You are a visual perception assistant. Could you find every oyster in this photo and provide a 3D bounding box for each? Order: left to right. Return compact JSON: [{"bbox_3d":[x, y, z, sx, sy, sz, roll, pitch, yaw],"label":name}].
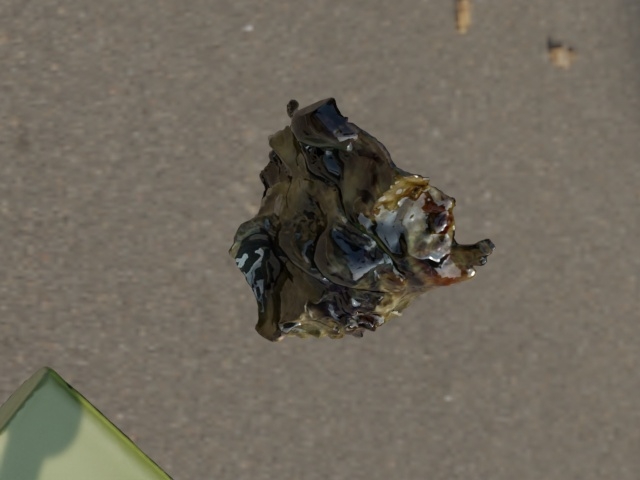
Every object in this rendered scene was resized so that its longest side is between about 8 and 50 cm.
[{"bbox_3d":[-0.006,0.002,1.465,0.096,0.361,0.221,-41,92,-32],"label":"oyster"}]

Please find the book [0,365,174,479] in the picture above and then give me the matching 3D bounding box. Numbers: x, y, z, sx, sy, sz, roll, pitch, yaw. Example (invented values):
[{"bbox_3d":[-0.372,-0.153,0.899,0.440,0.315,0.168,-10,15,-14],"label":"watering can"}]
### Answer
[{"bbox_3d":[-0.158,0.277,1.114,0.239,0.035,0.352,-51,126,-15],"label":"book"}]
